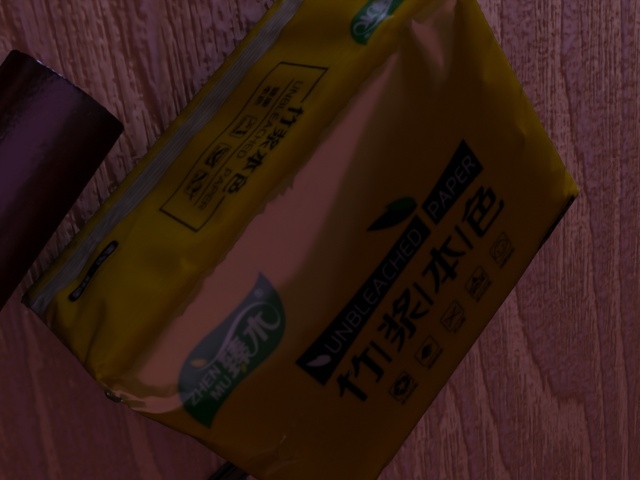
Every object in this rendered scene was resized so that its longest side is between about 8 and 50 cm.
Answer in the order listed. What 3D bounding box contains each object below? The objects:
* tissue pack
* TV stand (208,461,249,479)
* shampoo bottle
[{"bbox_3d":[0.000,0.000,0.639,0.382,0.228,0.293,-51,129,-9],"label":"tissue pack"},{"bbox_3d":[-0.017,0.195,0.810,0.249,0.042,0.036,-39,121,-23],"label":"TV stand"},{"bbox_3d":[-0.256,-0.005,0.553,0.102,0.064,0.260,40,78,-42],"label":"shampoo bottle"}]
